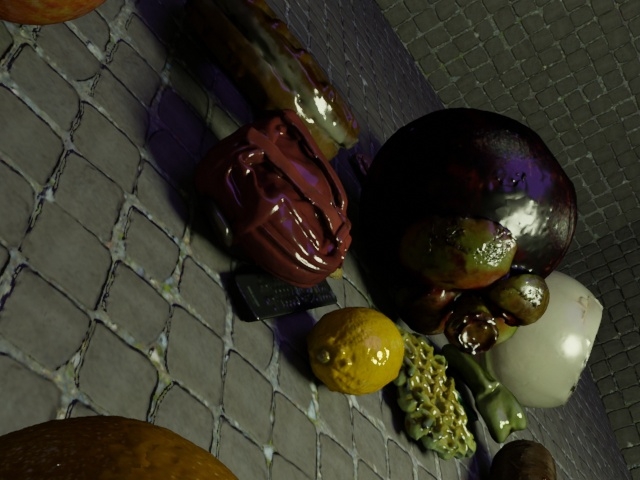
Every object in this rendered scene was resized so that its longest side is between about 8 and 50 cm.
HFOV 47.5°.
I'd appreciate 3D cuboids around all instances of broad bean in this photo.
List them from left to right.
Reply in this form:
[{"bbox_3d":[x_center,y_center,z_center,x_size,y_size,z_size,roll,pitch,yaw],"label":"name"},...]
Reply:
[{"bbox_3d":[0.303,0.277,1.352,0.206,0.072,0.153,60,-1,38],"label":"broad bean"}]

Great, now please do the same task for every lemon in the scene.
[{"bbox_3d":[0.042,0.138,0.916,0.155,0.114,0.114,12,52,-54],"label":"lemon"}]

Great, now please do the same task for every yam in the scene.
[{"bbox_3d":[0.329,0.434,1.193,0.131,0.131,0.280,61,19,-2],"label":"yam"}]

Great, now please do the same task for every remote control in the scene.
[{"bbox_3d":[-0.042,0.066,0.933,0.063,0.025,0.245,65,21,11],"label":"remote control"}]

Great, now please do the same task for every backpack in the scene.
[{"bbox_3d":[-0.046,-0.044,0.897,0.229,0.139,0.229,46,22,-24],"label":"backpack"}]

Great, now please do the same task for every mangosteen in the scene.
[{"bbox_3d":[0.267,-0.021,1.274,0.381,0.381,0.421,15,49,-62],"label":"mangosteen"}]

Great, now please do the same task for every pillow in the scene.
[{"bbox_3d":[0.138,-0.082,1.515,0.232,0.043,0.126,63,16,12],"label":"pillow"}]

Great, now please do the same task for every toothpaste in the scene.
[{"bbox_3d":[0.264,0.308,1.343,0.083,0.020,0.017,48,22,-31],"label":"toothpaste"}]

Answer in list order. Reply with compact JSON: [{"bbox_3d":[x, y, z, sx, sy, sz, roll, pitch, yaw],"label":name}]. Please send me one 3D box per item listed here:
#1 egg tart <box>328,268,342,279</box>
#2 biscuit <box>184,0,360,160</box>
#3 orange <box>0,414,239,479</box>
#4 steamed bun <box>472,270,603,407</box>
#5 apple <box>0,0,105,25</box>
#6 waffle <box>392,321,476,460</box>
[{"bbox_3d":[0.000,0.000,1.045,0.129,0.049,0.129,47,13,-14],"label":"egg tart"},{"bbox_3d":[-0.067,-0.252,1.075,0.332,0.103,0.332,49,6,-7],"label":"biscuit"},{"bbox_3d":[-0.114,0.199,0.334,0.236,0.236,0.236,48,24,-31],"label":"orange"},{"bbox_3d":[0.416,0.188,1.532,0.309,0.309,0.309,48,24,-31],"label":"steamed bun"},{"bbox_3d":[-0.263,-0.287,0.642,0.188,0.188,0.174,66,17,12],"label":"apple"},{"bbox_3d":[0.164,0.241,1.149,0.204,0.054,0.223,38,29,-47],"label":"waffle"}]
